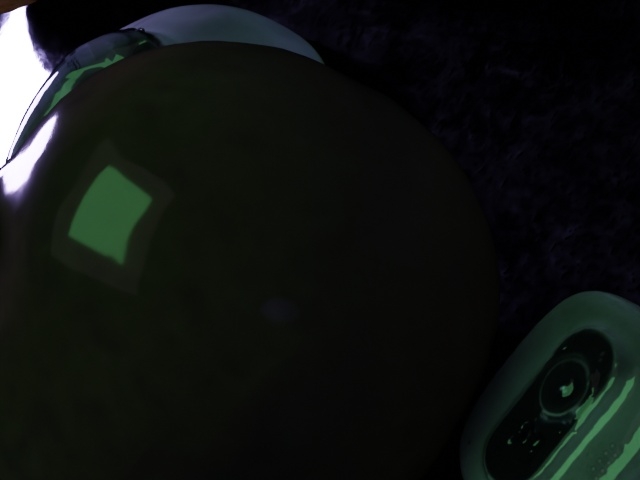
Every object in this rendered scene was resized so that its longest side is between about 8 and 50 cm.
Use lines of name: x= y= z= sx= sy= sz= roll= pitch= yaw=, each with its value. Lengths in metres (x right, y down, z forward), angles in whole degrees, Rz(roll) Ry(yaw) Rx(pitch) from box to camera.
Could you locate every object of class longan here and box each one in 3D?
longan: x=-0.072 y=0.051 z=1.206 sx=0.361 sy=0.361 sz=0.361 roll=-29 pitch=44 yaw=31

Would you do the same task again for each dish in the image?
dish: x=-0.152 y=-0.064 z=1.546 sx=0.324 sy=0.124 sz=0.324 roll=-25 pitch=46 yaw=29

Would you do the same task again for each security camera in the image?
security camera: x=0.107 y=0.169 z=1.134 sx=0.301 sy=0.080 sz=0.157 roll=-54 pitch=37 yaw=7

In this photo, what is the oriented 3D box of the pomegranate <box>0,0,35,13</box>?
pomegranate: x=-0.319 y=-0.329 z=1.891 sx=0.215 sy=0.215 sz=0.215 roll=-29 pitch=44 yaw=31
